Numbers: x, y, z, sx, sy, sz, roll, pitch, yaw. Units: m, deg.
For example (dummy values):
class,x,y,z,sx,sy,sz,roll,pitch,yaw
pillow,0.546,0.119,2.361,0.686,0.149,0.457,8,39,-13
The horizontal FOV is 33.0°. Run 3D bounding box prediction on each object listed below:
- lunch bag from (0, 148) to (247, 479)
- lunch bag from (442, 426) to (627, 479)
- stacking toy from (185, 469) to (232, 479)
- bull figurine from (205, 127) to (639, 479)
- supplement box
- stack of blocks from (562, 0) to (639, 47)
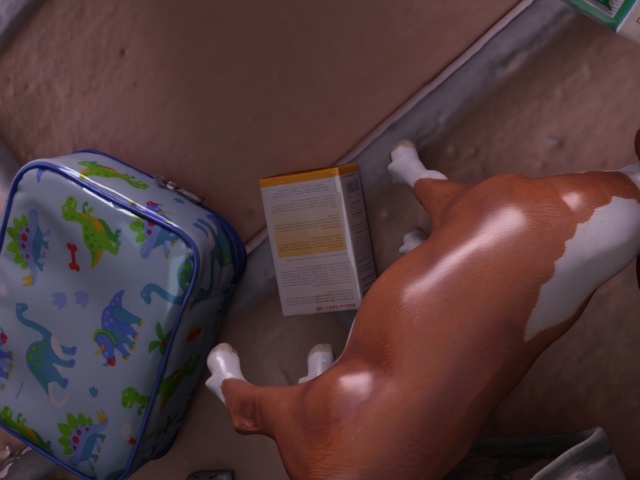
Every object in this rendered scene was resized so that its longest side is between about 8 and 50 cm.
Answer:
class,x,y,z,sx,sy,sz,roll,pitch,yaw
lunch bag,-0.166,0.052,0.797,0.176,0.090,0.219,26,109,17
lunch bag,0.089,0.258,0.673,0.287,0.169,0.235,-24,94,57
stacking toy,-0.149,0.273,0.852,0.221,0.052,0.166,-9,96,25
bull figurine,0.077,0.034,0.632,0.188,0.310,0.101,23,152,54
supplement box,0.000,0.000,0.744,0.062,0.036,0.098,-7,97,24
stack of blocks,0.269,-0.092,0.559,0.297,0.087,0.171,33,111,6
